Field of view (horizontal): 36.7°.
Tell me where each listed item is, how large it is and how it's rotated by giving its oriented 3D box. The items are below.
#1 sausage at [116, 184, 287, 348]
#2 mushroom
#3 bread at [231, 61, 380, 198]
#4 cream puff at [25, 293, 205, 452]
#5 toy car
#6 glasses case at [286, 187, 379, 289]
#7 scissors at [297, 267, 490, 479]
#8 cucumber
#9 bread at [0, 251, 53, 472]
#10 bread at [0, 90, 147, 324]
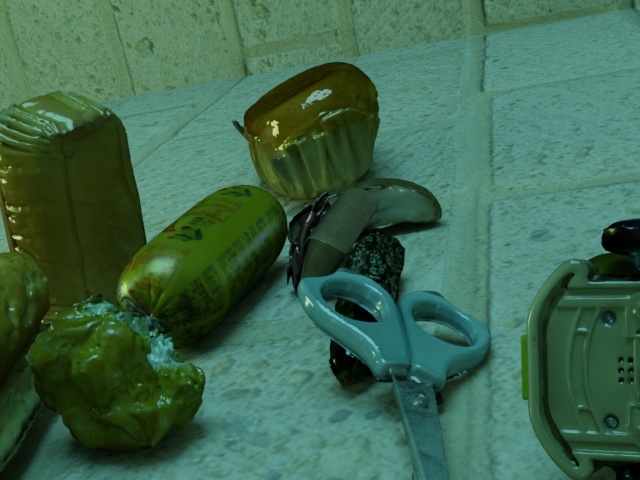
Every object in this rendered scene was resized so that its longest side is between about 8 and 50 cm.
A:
[{"bbox_3d":[-0.132,0.022,1.149,0.123,0.123,0.347,-5,20,21],"label":"sausage"},{"bbox_3d":[0.057,-0.044,1.311,0.209,0.072,0.094,-10,9,6],"label":"mushroom"},{"bbox_3d":[-0.013,-0.199,1.637,0.236,0.183,0.388,-18,19,-9],"label":"bread"},{"bbox_3d":[-0.183,0.128,0.867,0.121,0.156,0.156,-48,26,-7],"label":"cream puff"},{"bbox_3d":[0.279,0.086,0.671,0.247,0.204,0.198,-2,-3,23],"label":"toy car"},{"bbox_3d":[0.000,0.000,1.185,0.070,0.102,0.193,36,26,1],"label":"glasses case"},{"bbox_3d":[0.076,0.128,0.803,0.191,0.029,0.360,15,27,-10],"label":"scissors"},{"bbox_3d":[0.048,0.065,1.004,0.067,0.068,0.293,-8,19,12],"label":"cucumber"},{"bbox_3d":[-0.387,0.156,0.849,0.236,0.165,0.375,-13,20,5],"label":"bread"},{"bbox_3d":[-0.307,-0.035,1.186,0.119,0.288,0.152,14,31,34],"label":"bread"}]
